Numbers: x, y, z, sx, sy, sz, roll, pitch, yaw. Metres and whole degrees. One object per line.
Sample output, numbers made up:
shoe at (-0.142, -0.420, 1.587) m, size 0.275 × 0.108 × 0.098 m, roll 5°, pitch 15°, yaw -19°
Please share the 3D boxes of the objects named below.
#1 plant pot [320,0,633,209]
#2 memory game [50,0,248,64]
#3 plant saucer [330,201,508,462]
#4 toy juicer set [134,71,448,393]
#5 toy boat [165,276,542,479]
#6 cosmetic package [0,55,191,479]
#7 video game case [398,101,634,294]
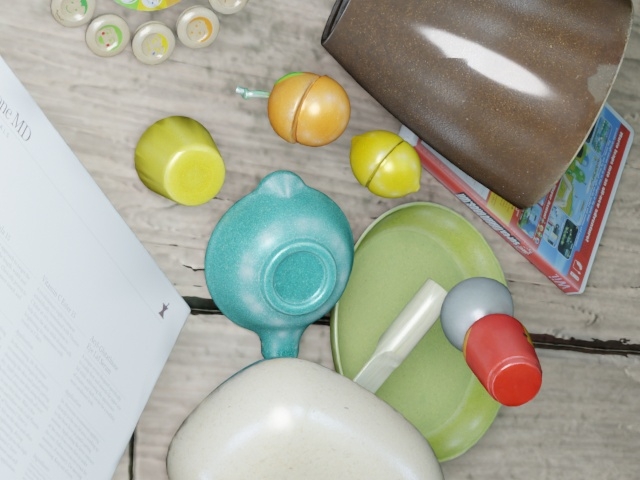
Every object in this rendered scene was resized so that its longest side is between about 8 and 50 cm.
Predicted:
plant pot at (0.126, -0.172, 1.631) m, size 0.230 × 0.215 × 0.215 m, roll 25°, pitch 66°, yaw -9°
memory game at (-0.134, -0.226, 1.453) m, size 0.186 × 0.012 × 0.186 m, roll -9°, pitch 118°, yaw -17°
plant saucer at (0.088, 0.085, 1.687) m, size 0.241 × 0.037 × 0.241 m, roll 6°, pitch 81°, yaw -43°
toy juicer set at (0.000, 0.000, 1.551) m, size 0.209 × 0.089 × 0.329 m, roll -33°, pitch 116°, yaw -8°
toy boat at (0.045, 0.161, 1.515) m, size 0.318 × 0.148 × 0.267 m, roll -38°, pitch 117°, yaw 8°
cosmetic package at (-0.250, 0.062, 1.247) m, size 0.284 × 0.097 × 0.377 m, roll -64°, pitch 147°, yaw -25°
video game case at (0.202, -0.104, 1.820) m, size 0.285 × 0.025 × 0.204 m, roll 39°, pitch 61°, yaw -34°
